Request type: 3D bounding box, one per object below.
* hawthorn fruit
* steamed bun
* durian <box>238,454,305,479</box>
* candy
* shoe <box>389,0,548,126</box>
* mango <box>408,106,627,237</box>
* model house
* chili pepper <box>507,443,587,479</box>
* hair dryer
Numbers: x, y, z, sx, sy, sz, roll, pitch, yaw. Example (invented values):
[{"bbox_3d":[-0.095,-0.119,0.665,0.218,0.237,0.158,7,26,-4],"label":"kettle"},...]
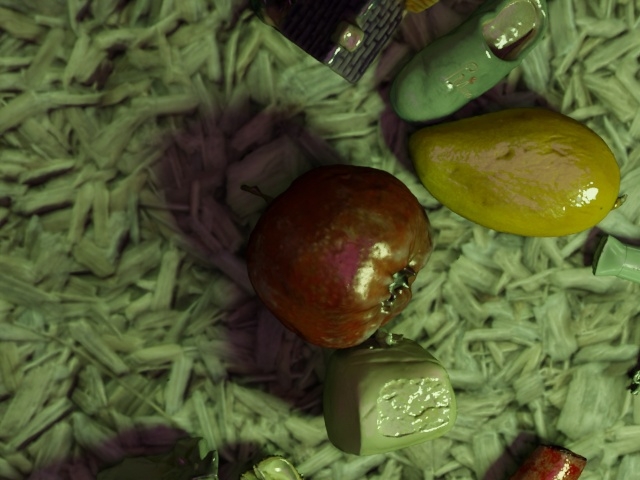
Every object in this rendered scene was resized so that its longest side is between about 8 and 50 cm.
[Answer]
[{"bbox_3d":[0.000,0.000,1.451,0.272,0.242,0.242,29,99,26],"label":"hawthorn fruit"},{"bbox_3d":[0.082,0.193,1.495,0.170,0.239,0.152,-11,92,-9],"label":"steamed bun"},{"bbox_3d":[-0.059,0.361,1.589,0.140,0.071,0.110,23,87,-14],"label":"durian"},{"bbox_3d":[-0.197,0.386,1.538,0.185,0.137,0.195,-21,108,-3],"label":"candy"},{"bbox_3d":[0.205,-0.243,1.473,0.251,0.100,0.103,-42,108,0],"label":"shoe"},{"bbox_3d":[0.269,-0.093,1.510,0.317,0.119,0.176,8,111,-8],"label":"mango"},{"bbox_3d":[0.034,-0.335,1.351,0.202,0.237,0.237,39,95,-17],"label":"model house"},{"bbox_3d":[0.310,0.381,1.649,0.086,0.084,0.192,34,91,1],"label":"chili pepper"},{"bbox_3d":[0.475,0.119,1.634,0.206,0.075,0.237,11,109,-5],"label":"hair dryer"}]
